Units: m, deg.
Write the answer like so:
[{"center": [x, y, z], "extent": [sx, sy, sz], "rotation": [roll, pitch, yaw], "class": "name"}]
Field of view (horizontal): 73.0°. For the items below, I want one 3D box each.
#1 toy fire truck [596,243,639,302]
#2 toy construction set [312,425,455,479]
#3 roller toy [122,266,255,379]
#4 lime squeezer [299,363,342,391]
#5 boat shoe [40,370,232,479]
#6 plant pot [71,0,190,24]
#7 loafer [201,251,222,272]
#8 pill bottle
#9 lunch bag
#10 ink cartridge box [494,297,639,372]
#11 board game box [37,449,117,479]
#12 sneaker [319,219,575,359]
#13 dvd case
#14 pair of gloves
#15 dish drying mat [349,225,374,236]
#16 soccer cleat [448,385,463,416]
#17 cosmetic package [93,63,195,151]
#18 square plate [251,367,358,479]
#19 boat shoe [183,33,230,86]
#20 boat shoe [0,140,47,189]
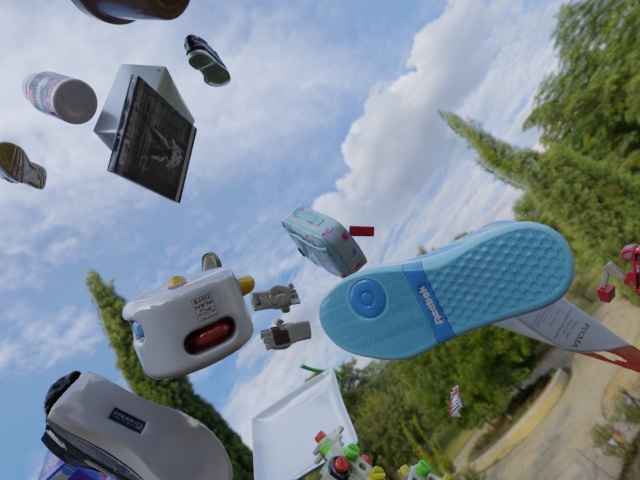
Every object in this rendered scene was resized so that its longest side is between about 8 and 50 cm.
[{"center": [0.879, 0.097, 1.255], "extent": [0.047, 0.135, 0.191], "rotation": [-27, -70, -29], "class": "toy fire truck"}, {"center": [0.113, 0.513, 0.943], "extent": [0.215, 0.328, 0.150], "rotation": [-18, -57, -57], "class": "toy construction set"}, {"center": [-0.220, 0.128, 0.735], "extent": [0.210, 0.146, 0.191], "rotation": [-17, 6, 10], "class": "roller toy"}, {"center": [0.041, 0.582, 1.737], "extent": [0.110, 0.059, 0.310], "rotation": [-39, -63, -18], "class": "lime squeezer"}, {"center": [-0.327, 0.368, 0.767], "extent": [0.158, 0.341, 0.127], "rotation": [-51, 5, 35], "class": "boat shoe"}, {"center": [-0.439, -0.629, 1.021], "extent": [0.263, 0.230, 0.263], "rotation": [-49, -23, -29], "class": "plant pot"}, {"center": [-0.315, 0.097, 1.245], "extent": [0.056, 0.147, 0.050], "rotation": [-22, -22, 13], "class": "loafer"}, {"center": [-0.647, -0.355, 1.063], "extent": [0.108, 0.180, 0.107], "rotation": [-39, -40, -42], "class": "pill bottle"}, {"center": [0.000, 0.000, 1.366], "extent": [0.108, 0.279, 0.224], "rotation": [-48, -55, -13], "class": "lunch bag"}, {"center": [0.471, 0.193, 0.924], "extent": [0.091, 0.385, 0.308], "rotation": [-55, 5, -5], "class": "ink cartridge box"}, {"center": [-0.515, 0.506, 1.031], "extent": [0.078, 0.347, 0.233], "rotation": [-44, -68, -9], "class": "board game box"}, {"center": [0.169, 0.064, 0.602], "extent": [0.319, 0.126, 0.208], "rotation": [-19, -2, 25], "class": "sneaker"}, {"center": [-0.297, -0.172, 0.791], "extent": [0.221, 0.018, 0.164], "rotation": [41, -121, -78], "class": "dvd case"}, {"center": [-0.151, 0.288, 1.634], "extent": [0.204, 0.239, 0.042], "rotation": [-13, -9, -32], "class": "pair of gloves"}, {"center": [0.126, -0.028, 1.317], "extent": [0.084, 0.008, 0.032], "rotation": [1, -83, -20], "class": "dish drying mat"}, {"center": [0.377, 0.445, 1.195], "extent": [0.029, 0.036, 0.083], "rotation": [83, -157, -67], "class": "soccer cleat"}, {"center": [-0.475, -0.321, 1.198], "extent": [0.224, 0.138, 0.223], "rotation": [83, -165, -67], "class": "cosmetic package"}, {"center": [-0.061, 0.608, 1.375], "extent": [0.344, 0.347, 0.049], "rotation": [-33, -67, 2], "class": "square plate"}, {"center": [-0.323, -0.515, 1.252], "extent": [0.081, 0.068, 0.228], "rotation": [-19, -4, 5], "class": "boat shoe"}, {"center": [-0.904, -0.212, 1.260], "extent": [0.277, 0.096, 0.098], "rotation": [135, 141, -74], "class": "boat shoe"}]
